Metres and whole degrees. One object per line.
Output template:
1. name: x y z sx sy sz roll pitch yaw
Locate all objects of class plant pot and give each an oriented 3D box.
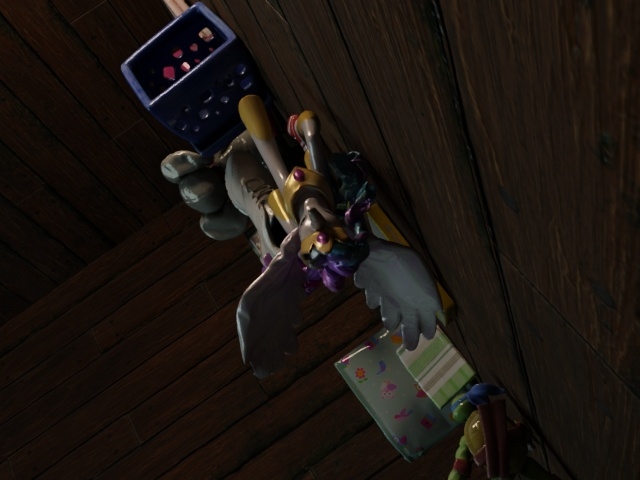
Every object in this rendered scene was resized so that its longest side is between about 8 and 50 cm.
1. plant pot: -0.252 -0.333 1.635 0.212 0.236 0.236 48 -177 -44

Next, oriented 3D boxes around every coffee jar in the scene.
1. coffee jar: -0.046 -0.144 1.666 0.184 0.096 0.079 55 -146 8

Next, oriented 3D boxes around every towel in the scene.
1. towel: -0.322 -0.549 2.144 0.317 0.053 0.332 53 178 33
2. towel: 0.231 0.246 1.522 0.023 0.113 0.152 9 -143 -53

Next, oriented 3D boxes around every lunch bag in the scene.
1. lunch bag: 0.198 0.311 1.637 0.262 0.223 0.160 52 -177 18

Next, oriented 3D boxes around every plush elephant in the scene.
1. plush elephant: -0.242 -0.159 1.875 0.330 0.255 0.272 -130 16 -69

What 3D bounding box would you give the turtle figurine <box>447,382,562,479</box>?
1. turtle figurine: 0.297 0.397 1.250 0.197 0.275 0.266 7 -148 -44

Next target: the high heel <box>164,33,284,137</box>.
1. high heel: -0.231 -0.325 1.824 0.377 0.181 0.127 54 177 25

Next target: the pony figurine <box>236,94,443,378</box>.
1. pony figurine: -0.007 0.000 1.098 0.363 0.302 0.351 -110 4 -48

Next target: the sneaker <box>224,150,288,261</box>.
1. sneaker: -0.109 -0.071 1.594 0.297 0.111 0.129 60 164 14

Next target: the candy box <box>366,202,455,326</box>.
1. candy box: 0.144 0.039 1.209 0.206 0.027 0.105 54 174 21

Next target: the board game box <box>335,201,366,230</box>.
1. board game box: 0.031 -0.021 1.651 0.260 0.136 0.030 59 -143 -60

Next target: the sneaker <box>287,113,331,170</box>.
1. sneaker: -0.021 -0.174 1.361 0.067 0.042 0.118 44 162 58

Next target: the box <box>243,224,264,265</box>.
1. box: -0.053 -0.025 1.832 0.159 0.233 0.044 54 -175 30
